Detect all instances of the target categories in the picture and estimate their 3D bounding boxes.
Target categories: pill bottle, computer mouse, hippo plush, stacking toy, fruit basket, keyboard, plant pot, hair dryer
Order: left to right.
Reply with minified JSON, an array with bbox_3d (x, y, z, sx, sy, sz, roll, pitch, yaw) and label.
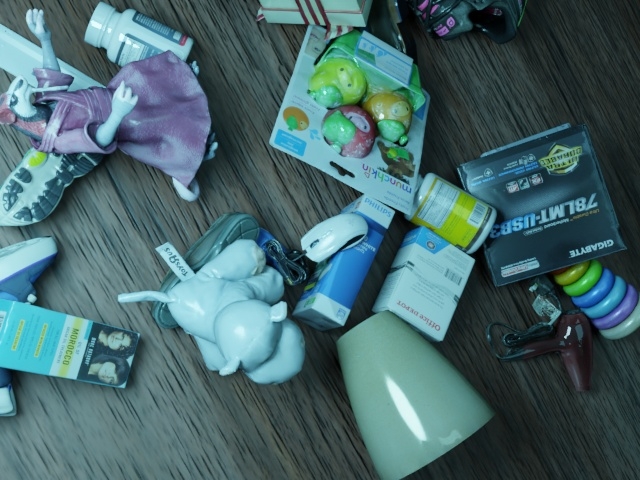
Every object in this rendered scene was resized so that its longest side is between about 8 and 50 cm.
[{"bbox_3d":[-0.513,-0.314,1.213,0.256,0.014,0.072,30,75,-15],"label":"keyboard"},{"bbox_3d":[-0.344,-0.373,1.243,0.180,0.108,0.108,24,72,-17],"label":"pill bottle"},{"bbox_3d":[-0.126,0.118,1.124,0.234,0.236,0.294,-54,130,-16],"label":"hippo plush"},{"bbox_3d":[0.000,0.000,1.234,0.193,0.042,0.106,-31,64,-8],"label":"computer mouse"},{"bbox_3d":[0.084,-0.263,1.349,0.327,0.165,0.353,26,51,-17],"label":"fruit basket"},{"bbox_3d":[0.153,0.283,1.278,0.256,0.256,0.274,-26,74,-25],"label":"plant pot"},{"bbox_3d":[0.264,-0.069,1.426,0.215,0.117,0.117,30,69,2],"label":"pill bottle"},{"bbox_3d":[0.535,0.242,1.537,0.293,0.080,0.223,42,83,-5],"label":"hair dryer"},{"bbox_3d":[0.616,0.087,1.566,0.330,0.141,0.141,39,67,-5],"label":"stacking toy"}]

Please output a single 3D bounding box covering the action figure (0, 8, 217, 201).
[{"bbox_3d":[-0.376,-0.211,1.111,0.370,0.276,0.248,-13,54,-35],"label":"action figure"}]

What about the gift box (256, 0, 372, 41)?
[{"bbox_3d":[-0.022,-0.564,1.306,0.255,0.258,0.276,14,76,21],"label":"gift box"}]

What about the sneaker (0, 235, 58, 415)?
[{"bbox_3d":[-0.531,0.163,1.068,0.323,0.130,0.236,-39,115,-37],"label":"sneaker"}]

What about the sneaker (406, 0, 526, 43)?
[{"bbox_3d":[0.279,-0.577,1.511,0.482,0.185,0.202,7,79,-19],"label":"sneaker"}]

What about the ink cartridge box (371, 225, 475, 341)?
[{"bbox_3d":[0.221,0.096,1.406,0.148,0.086,0.203,33,70,-14],"label":"ink cartridge box"}]

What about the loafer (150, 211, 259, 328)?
[{"bbox_3d":[-0.225,0.051,1.241,0.267,0.084,0.096,-49,131,-20],"label":"loafer"}]

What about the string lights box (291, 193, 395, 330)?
[{"bbox_3d":[0.046,0.047,1.314,0.076,0.133,0.260,30,69,-11],"label":"string lights box"}]

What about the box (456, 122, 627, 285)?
[{"bbox_3d":[0.492,-0.076,1.480,0.295,0.073,0.293,-17,86,13],"label":"box"}]

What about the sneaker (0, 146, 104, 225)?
[{"bbox_3d":[-0.478,-0.129,1.140,0.107,0.110,0.275,52,47,-25],"label":"sneaker"}]

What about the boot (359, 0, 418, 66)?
[{"bbox_3d":[0.156,-0.452,1.501,0.082,0.106,0.219,-48,129,-51],"label":"boot"}]

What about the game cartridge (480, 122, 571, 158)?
[{"bbox_3d":[0.541,-0.162,1.614,0.294,0.060,0.196,-20,85,-25],"label":"game cartridge"}]

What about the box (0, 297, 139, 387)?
[{"bbox_3d":[-0.418,0.172,1.065,0.244,0.060,0.101,28,69,-50],"label":"box"}]

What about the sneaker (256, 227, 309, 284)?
[{"bbox_3d":[-0.082,0.025,1.291,0.058,0.084,0.152,-44,98,-24],"label":"sneaker"}]
